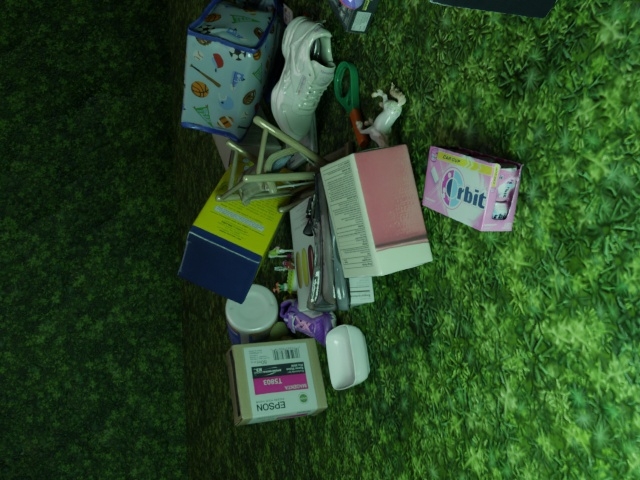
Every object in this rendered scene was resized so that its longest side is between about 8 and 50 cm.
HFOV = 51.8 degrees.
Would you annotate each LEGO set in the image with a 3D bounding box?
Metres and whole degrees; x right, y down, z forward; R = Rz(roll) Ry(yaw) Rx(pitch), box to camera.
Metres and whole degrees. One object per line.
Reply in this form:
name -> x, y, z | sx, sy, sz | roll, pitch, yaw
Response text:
LEGO set -> -0.092, 0.089, 1.805 | 0.287, 0.107, 0.132 | 120, 142, -49
LEGO set -> -0.041, -0.518, 1.770 | 0.244, 0.060, 0.183 | -123, 27, -52

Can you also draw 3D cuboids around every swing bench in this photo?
swing bench -> -0.090, -0.163, 1.590 | 0.253, 0.254, 0.165 | 164, 117, -66

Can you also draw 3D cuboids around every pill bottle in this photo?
pill bottle -> -0.202, 0.250, 1.968 | 0.272, 0.152, 0.152 | 99, 160, -62

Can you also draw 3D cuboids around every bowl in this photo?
bowl -> 0.066, 0.268, 1.523 | 0.142, 0.053, 0.142 | 140, 124, -60

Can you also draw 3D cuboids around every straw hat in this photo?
straw hat -> -0.095, 0.306, 1.869 | 0.061, 0.144, 0.145 | 2, 94, 26

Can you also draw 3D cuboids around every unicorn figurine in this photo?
unicorn figurine -> 0.127, -0.235, 1.349 | 0.111, 0.060, 0.162 | 45, 127, 43

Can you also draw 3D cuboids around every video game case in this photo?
video game case -> -0.056, -0.299, 1.813 | 0.190, 0.022, 0.173 | 158, 108, -66

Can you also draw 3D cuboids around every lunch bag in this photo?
lunch bag -> -0.239, -0.535, 1.940 | 0.386, 0.238, 0.328 | -74, 3, -47

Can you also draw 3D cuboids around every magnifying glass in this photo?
magnifying glass -> 0.074, -0.315, 1.519 | 0.092, 0.026, 0.231 | 125, 139, -53

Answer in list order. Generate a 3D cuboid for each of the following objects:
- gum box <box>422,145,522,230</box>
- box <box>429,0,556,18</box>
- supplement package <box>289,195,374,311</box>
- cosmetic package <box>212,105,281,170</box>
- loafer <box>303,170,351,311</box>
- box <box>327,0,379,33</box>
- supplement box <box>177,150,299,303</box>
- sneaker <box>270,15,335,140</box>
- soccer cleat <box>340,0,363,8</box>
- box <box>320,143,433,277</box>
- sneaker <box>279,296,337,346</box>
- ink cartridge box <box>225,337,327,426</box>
gum box -> 0.248, -0.088, 1.084 | 0.188, 0.062, 0.107 | -144, 56, -61
box -> 0.234, -0.559, 0.912 | 0.294, 0.211, 0.396 | 120, 141, -50
supplement package -> 0.023, 0.033, 1.509 | 0.139, 0.133, 0.244 | 151, 115, -64
cosmetic package -> -0.247, -0.339, 2.075 | 0.310, 0.160, 0.113 | -114, 32, -43
loafer -> 0.000, 0.000, 1.377 | 0.109, 0.095, 0.303 | 41, -139, -77
box -> 0.084, -0.601, 1.432 | 0.183, 0.059, 0.233 | 66, 147, 37
supplement box -> -0.215, -0.044, 1.781 | 0.194, 0.195, 0.357 | 117, 177, -46
sneaker -> -0.039, -0.386, 1.625 | 0.152, 0.114, 0.305 | 35, 127, 45
soccer cleat -> 0.064, -0.594, 1.319 | 0.095, 0.083, 0.248 | -11, 79, 59
box -> 0.106, -0.054, 1.278 | 0.148, 0.126, 0.233 | -11, 93, 65
sneaker -> -0.036, 0.208, 1.688 | 0.236, 0.104, 0.095 | -145, 59, -60
ink cartridge box -> -0.115, 0.363, 1.711 | 0.088, 0.234, 0.193 | 128, 134, -56
